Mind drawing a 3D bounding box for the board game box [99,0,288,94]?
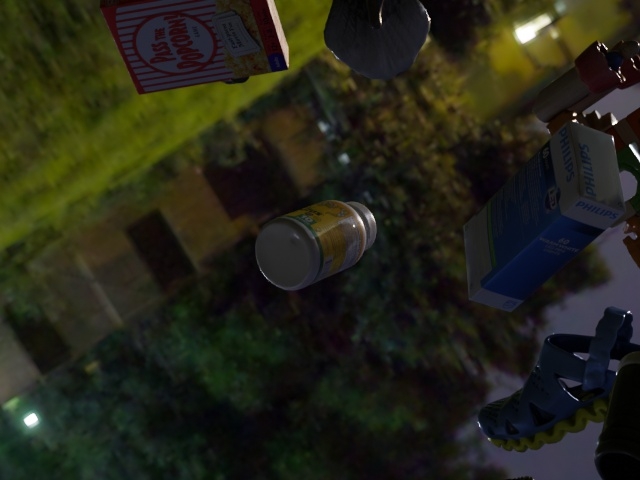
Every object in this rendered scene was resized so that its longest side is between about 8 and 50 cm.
[{"bbox_3d":[-0.147,-0.253,1.518,0.193,0.147,0.045,-9,-129,9],"label":"board game box"}]

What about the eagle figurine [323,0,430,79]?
[{"bbox_3d":[0.018,-0.307,1.103,0.225,0.226,0.298,-46,-141,2],"label":"eagle figurine"}]

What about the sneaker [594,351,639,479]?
[{"bbox_3d":[0.402,0.254,1.291,0.147,0.295,0.104,-52,174,-32],"label":"sneaker"}]

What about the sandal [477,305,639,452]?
[{"bbox_3d":[0.336,0.181,1.694,0.317,0.138,0.126,-29,-174,33],"label":"sandal"}]

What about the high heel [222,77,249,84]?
[{"bbox_3d":[-0.134,-0.377,2.011,0.093,0.261,0.186,5,-172,-12],"label":"high heel"}]

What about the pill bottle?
[{"bbox_3d":[0.000,0.000,2.037,0.117,0.118,0.208,-25,178,37],"label":"pill bottle"}]

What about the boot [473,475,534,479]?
[{"bbox_3d":[0.260,0.441,1.777,0.094,0.207,0.246,-34,-173,-38],"label":"boot"}]

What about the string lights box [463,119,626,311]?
[{"bbox_3d":[0.295,-0.028,1.720,0.260,0.076,0.133,-49,-148,46],"label":"string lights box"}]

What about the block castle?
[{"bbox_3d":[0.593,-0.136,2.218,0.212,0.453,0.303,-35,173,25],"label":"block castle"}]
